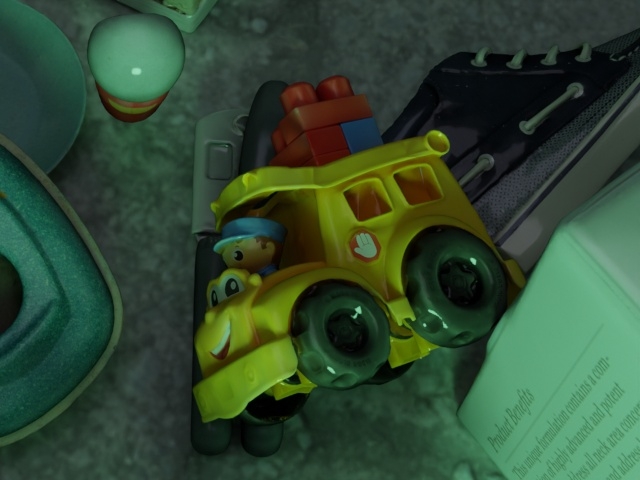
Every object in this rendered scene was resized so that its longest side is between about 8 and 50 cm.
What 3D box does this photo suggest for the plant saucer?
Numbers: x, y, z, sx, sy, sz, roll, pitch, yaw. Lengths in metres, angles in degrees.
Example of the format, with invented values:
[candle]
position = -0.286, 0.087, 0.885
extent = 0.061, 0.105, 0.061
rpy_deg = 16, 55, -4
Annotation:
[plant saucer]
position = -0.278, -0.104, 1.129
extent = 0.195, 0.037, 0.195
rpy_deg = 2, 64, -5

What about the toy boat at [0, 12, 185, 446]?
[toy boat]
position = -0.218, -0.033, 1.006
extent = 0.267, 0.148, 0.318
rpy_deg = 43, 77, -2

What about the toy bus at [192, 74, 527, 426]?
[toy bus]
position = 0.000, 0.000, 0.981
extent = 0.220, 0.149, 0.211
rpy_deg = -19, 83, -32

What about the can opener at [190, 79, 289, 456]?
[can opener]
position = -0.060, 0.018, 1.071
extent = 0.074, 0.093, 0.280
rpy_deg = 3, 70, -5

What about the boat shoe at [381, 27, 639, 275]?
[boat shoe]
position = 0.177, -0.115, 1.128
extent = 0.158, 0.127, 0.340
rpy_deg = 42, 68, 5

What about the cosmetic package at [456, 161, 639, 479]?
[cosmetic package]
position = 0.352, 0.117, 0.929
extent = 0.327, 0.329, 0.393
rpy_deg = -34, 73, -19

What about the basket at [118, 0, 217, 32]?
[basket]
position = -0.112, -0.276, 1.190
extent = 0.113, 0.103, 0.167
rpy_deg = 27, 66, 8
